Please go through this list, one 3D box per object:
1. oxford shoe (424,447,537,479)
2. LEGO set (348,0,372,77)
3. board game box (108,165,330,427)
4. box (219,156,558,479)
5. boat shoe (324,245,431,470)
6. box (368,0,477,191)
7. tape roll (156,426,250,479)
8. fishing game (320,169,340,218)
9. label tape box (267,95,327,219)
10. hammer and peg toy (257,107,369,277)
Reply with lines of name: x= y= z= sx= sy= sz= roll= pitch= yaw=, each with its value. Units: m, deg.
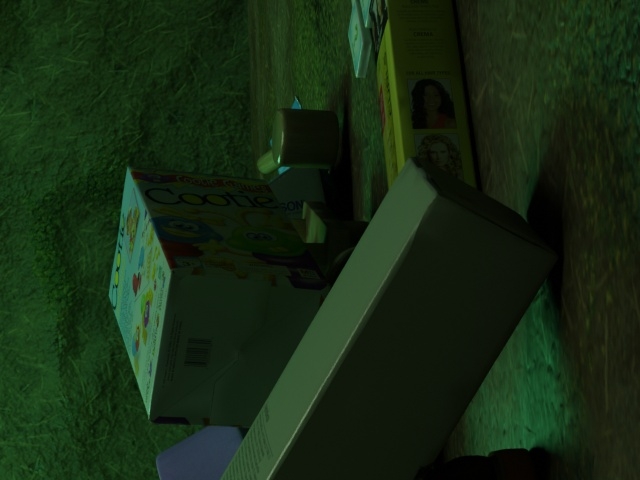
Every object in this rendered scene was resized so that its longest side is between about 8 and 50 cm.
oxford shoe: x=0.084 y=0.224 z=1.216 sx=0.271 sy=0.098 sz=0.097 roll=97 pitch=169 yaw=-53
LEGO set: x=0.025 y=-0.317 z=1.796 sx=0.182 sy=0.060 sz=0.244 roll=100 pitch=167 yaw=-45
board game box: x=-0.099 y=0.046 z=1.568 sx=0.275 sy=0.142 sz=0.144 roll=-123 pitch=40 yaw=-64
box: x=0.035 y=0.092 z=1.102 sx=0.275 sy=0.094 sz=0.113 roll=-59 pitch=13 yaw=11
boat shoe: x=0.056 y=0.156 z=1.491 sx=0.103 sy=0.113 sz=0.302 roll=2 pitch=92 yaw=63
box: x=0.079 y=-0.107 z=1.350 sx=0.087 sy=0.058 sz=0.232 roll=103 pitch=164 yaw=-63
tape roll: x=-0.052 y=0.304 z=1.651 sx=0.275 sy=0.090 sz=0.275 roll=59 pitch=178 yaw=3
fishing game: x=0.000 y=0.000 z=2.178 sx=0.189 sy=0.041 sz=0.264 roll=-119 pitch=27 yaw=-80
label tape box: x=-0.055 y=0.025 z=2.094 sx=0.249 sy=0.115 sz=0.347 roll=138 pitch=121 yaw=-76
hammer and peg toy: x=0.004 y=0.042 z=1.773 sx=0.266 sy=0.127 sz=0.361 roll=-132 pitch=44 yaw=-80
